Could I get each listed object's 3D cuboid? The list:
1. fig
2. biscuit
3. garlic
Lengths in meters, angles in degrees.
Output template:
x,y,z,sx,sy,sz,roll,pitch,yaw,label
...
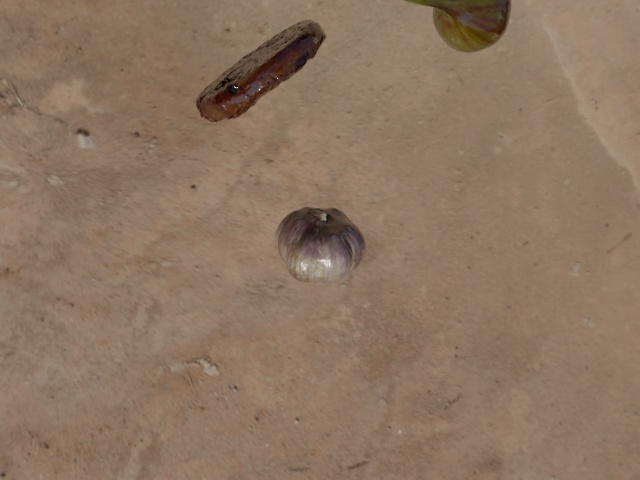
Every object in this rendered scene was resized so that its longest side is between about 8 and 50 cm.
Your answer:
x,y,z,sx,sy,sz,roll,pitch,yaw,label
0.194,-0.349,0.988,0.236,0.124,0.124,-6,98,-48,fig
-0.075,-0.214,0.852,0.192,0.192,0.049,-41,116,-14,biscuit
0.000,0.000,1.057,0.147,0.159,0.102,15,118,9,garlic
